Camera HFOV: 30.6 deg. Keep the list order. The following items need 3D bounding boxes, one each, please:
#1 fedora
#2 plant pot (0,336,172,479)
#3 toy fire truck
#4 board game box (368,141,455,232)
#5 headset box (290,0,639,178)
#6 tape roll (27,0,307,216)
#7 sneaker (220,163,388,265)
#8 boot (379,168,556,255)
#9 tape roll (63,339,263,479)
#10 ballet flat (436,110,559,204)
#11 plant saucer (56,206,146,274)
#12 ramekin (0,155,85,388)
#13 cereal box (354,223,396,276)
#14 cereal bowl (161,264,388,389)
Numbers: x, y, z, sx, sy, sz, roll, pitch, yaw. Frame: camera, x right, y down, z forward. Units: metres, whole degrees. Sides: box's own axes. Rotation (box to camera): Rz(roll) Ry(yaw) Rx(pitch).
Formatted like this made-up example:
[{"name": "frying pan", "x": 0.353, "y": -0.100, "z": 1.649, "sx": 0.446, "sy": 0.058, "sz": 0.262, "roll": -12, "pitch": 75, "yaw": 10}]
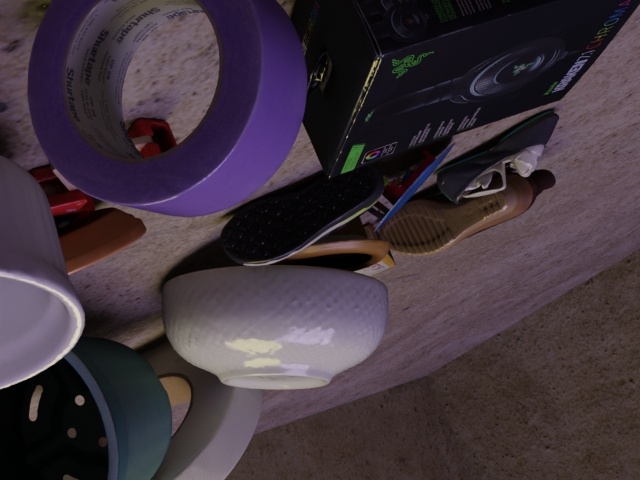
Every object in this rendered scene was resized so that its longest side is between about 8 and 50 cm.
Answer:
[{"name": "fedora", "x": 0.000, "y": 0.000, "z": 1.642, "sx": 0.194, "sy": 0.079, "sz": 0.194, "roll": -7, "pitch": 166, "yaw": -2}, {"name": "plant pot", "x": -0.376, "y": 0.269, "z": 1.601, "sx": 0.341, "sy": 0.341, "sz": 0.334, "roll": -26, "pitch": 174, "yaw": 10}, {"name": "toy fire truck", "x": -0.243, "y": -0.060, "z": 1.117, "sx": 0.192, "sy": 0.047, "sz": 0.135, "roll": -9, "pitch": 159, "yaw": -44}, {"name": "board game box", "x": 0.118, "y": -0.084, "z": 1.596, "sx": 0.133, "sy": 0.033, "sz": 0.169, "roll": -52, "pitch": 174, "yaw": 35}, {"name": "headset box", "x": 0.109, "y": -0.191, "z": 1.033, "sx": 0.283, "sy": 0.131, "sz": 0.246, "roll": -19, "pitch": 165, "yaw": -17}, {"name": "tape roll", "x": -0.110, "y": -0.114, "z": 0.841, "sx": 0.189, "sy": 0.189, "sz": 0.080, "roll": -28, "pitch": 166, "yaw": 17}, {"name": "sneaker", "x": -0.015, "y": -0.026, "z": 1.535, "sx": 0.235, "sy": 0.084, "sz": 0.097, "roll": -24, "pitch": 167, "yaw": -1}, {"name": "boot", "x": 0.237, "y": -0.048, "z": 1.866, "sx": 0.248, "sy": 0.090, "sz": 0.207, "roll": -18, "pitch": -178, "yaw": 31}, {"name": "tape roll", "x": -0.270, "y": 0.313, "z": 1.896, "sx": 0.392, "sy": 0.072, "sz": 0.392, "roll": -28, "pitch": -150, "yaw": 17}, {"name": "ballet flat", "x": 0.267, "y": -0.113, "z": 1.706, "sx": 0.203, "sy": 0.074, "sz": 0.074, "roll": -29, "pitch": 165, "yaw": 17}, {"name": "plant saucer", "x": -0.280, "y": 0.010, "z": 1.210, "sx": 0.200, "sy": 0.037, "sz": 0.200, "roll": -20, "pitch": -169, "yaw": 4}, {"name": "ramekin", "x": -0.350, "y": 0.032, "z": 0.996, "sx": 0.277, "sy": 0.135, "sz": 0.277, "roll": -13, "pitch": 154, "yaw": -6}, {"name": "cereal box", "x": -0.003, "y": 0.057, "z": 1.935, "sx": 0.240, "sy": 0.047, "sz": 0.173, "roll": -24, "pitch": 164, "yaw": 6}, {"name": "cereal bowl", "x": -0.067, "y": 0.139, "z": 1.710, "sx": 0.339, "sy": 0.141, "sz": 0.339, "roll": 1, "pitch": 165, "yaw": 0}]
